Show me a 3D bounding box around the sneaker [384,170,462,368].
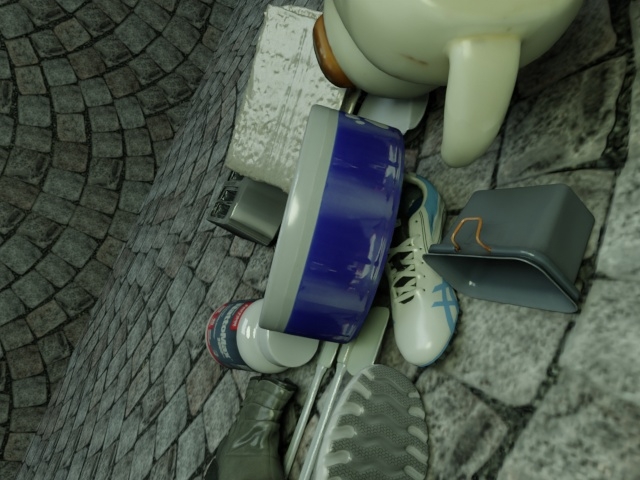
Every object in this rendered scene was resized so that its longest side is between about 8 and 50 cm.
[{"bbox_3d":[0.098,0.024,0.584,0.085,0.086,0.237,-33,41,40],"label":"sneaker"}]

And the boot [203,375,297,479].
[{"bbox_3d":[-0.072,0.247,0.656,0.246,0.084,0.161,-14,52,65],"label":"boot"}]

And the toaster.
[{"bbox_3d":[-0.123,-0.082,1.018,0.186,0.110,0.168,15,80,61],"label":"toaster"}]

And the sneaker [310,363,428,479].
[{"bbox_3d":[0.017,0.252,0.500,0.115,0.105,0.281,-40,26,60],"label":"sneaker"}]

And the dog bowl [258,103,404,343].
[{"bbox_3d":[0.007,-0.017,0.622,0.265,0.104,0.264,-166,90,-85],"label":"dog bowl"}]

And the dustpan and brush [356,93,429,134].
[{"bbox_3d":[0.121,-0.230,0.812,0.147,0.060,0.211,-8,66,55],"label":"dustpan and brush"}]

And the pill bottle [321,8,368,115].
[{"bbox_3d":[0.008,-0.263,0.911,0.264,0.153,0.153,-50,30,22],"label":"pill bottle"}]

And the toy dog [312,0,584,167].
[{"bbox_3d":[0.121,-0.278,0.555,0.285,0.395,0.408,-17,5,-1],"label":"toy dog"}]

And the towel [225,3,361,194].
[{"bbox_3d":[-0.039,-0.216,0.825,0.187,0.049,0.282,25,103,26],"label":"towel"}]

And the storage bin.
[{"bbox_3d":[0.172,-0.003,0.485,0.135,0.098,0.091,0,56,59],"label":"storage bin"}]

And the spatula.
[{"bbox_3d":[0.010,0.192,0.629,0.168,0.019,0.241,-10,57,66],"label":"spatula"}]

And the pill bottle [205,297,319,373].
[{"bbox_3d":[-0.084,0.136,0.765,0.180,0.108,0.107,-14,54,54],"label":"pill bottle"}]
